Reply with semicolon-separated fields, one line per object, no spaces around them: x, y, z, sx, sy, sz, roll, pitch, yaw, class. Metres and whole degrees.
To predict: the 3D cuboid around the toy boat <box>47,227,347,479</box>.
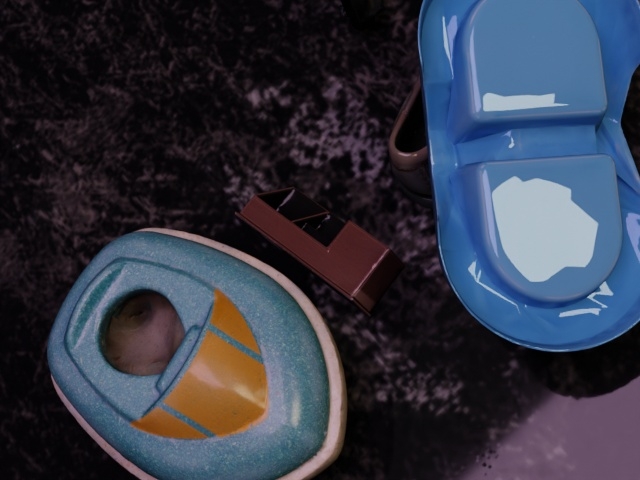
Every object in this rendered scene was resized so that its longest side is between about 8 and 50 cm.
-0.129;0.149;0.930;0.267;0.148;0.318;24;82;27;toy boat

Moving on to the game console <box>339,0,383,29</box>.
-0.009;-0.358;1.031;0.044;0.213;0.361;-15;78;17;game console

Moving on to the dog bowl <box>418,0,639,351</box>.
0.151;-0.067;0.885;0.166;0.074;0.297;-4;82;-8;dog bowl

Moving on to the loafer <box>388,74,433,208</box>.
0.135;-0.153;0.962;0.096;0.084;0.267;24;83;27;loafer

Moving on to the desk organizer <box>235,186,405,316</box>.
0.000;0.000;0.987;0.130;0.047;0.050;36;86;28;desk organizer
